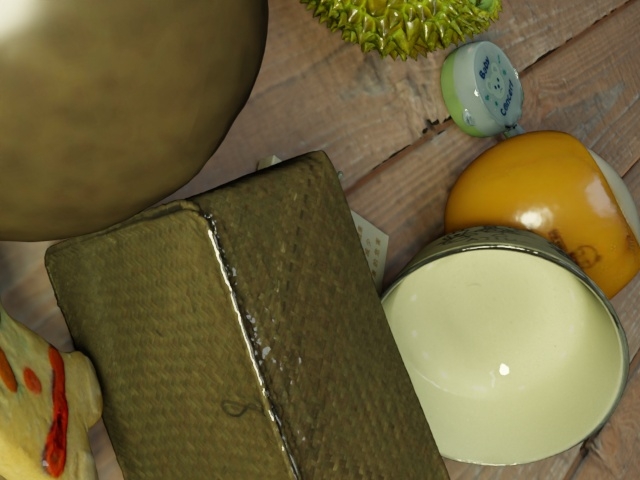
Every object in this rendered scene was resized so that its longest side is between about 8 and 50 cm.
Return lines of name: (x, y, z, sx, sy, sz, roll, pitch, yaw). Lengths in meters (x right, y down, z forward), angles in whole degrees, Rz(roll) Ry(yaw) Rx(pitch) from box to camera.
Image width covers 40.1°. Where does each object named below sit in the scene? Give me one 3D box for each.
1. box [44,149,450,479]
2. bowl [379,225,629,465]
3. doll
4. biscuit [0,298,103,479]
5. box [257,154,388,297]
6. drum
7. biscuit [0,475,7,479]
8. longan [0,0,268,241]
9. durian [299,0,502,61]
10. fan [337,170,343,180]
box: (-0.050, 0.098, 0.612, 0.143, 0.184, 0.273, -25, 97, -47)
bowl: (0.160, 0.085, 0.833, 0.237, 0.238, 0.126, 58, 20, -18)
doll: (0.234, -0.020, 0.974, 0.213, 0.214, 0.236, 61, 5, -15)
biscuit: (-0.191, 0.069, 0.482, 0.234, 0.030, 0.153, 57, 10, -41)
box: (0.000, 0.000, 0.814, 0.167, 0.024, 0.090, 33, 56, -37)
drum: (0.230, -0.128, 1.082, 0.253, 0.049, 0.130, 57, 44, -19)
biscuit: (-0.287, 0.179, 0.372, 0.446, 0.104, 0.429, 55, 31, -24)
longan: (-0.169, -0.145, 0.481, 0.297, 0.297, 0.297, 16, 67, -44)
durian: (0.065, -0.283, 0.855, 0.237, 0.177, 0.200, 51, 56, -17)
fan: (0.006, -0.039, 0.809, 0.056, 0.004, 0.083, 49, 44, -24)
